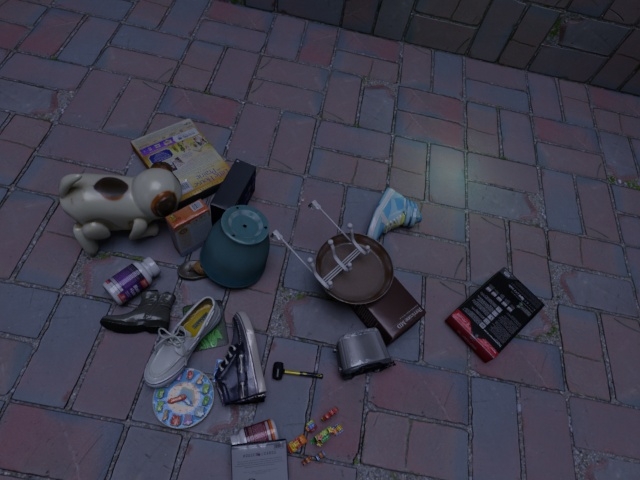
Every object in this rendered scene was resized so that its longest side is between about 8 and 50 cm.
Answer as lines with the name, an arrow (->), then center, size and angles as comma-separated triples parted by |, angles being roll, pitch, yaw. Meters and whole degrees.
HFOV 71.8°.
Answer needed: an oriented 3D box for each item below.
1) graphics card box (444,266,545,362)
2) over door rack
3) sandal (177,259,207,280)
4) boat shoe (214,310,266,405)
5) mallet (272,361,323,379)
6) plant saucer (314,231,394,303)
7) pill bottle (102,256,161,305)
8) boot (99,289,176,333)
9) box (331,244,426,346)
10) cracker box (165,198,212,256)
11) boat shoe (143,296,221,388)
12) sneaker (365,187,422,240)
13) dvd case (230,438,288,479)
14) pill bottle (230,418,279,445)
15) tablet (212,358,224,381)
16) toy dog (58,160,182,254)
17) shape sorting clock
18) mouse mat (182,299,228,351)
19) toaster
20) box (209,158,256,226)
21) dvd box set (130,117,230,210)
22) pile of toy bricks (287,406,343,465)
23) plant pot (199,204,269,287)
graphics card box -> 0.727, 0.302, 1.843 | 0.371, 0.094, 0.233 | -35, 70, -24
over door rack -> 0.000, 0.000, 1.685 | 0.324, 0.108, 0.239 | 42, 63, 16
sandal -> -0.461, 0.116, 1.778 | 0.220, 0.060, 0.089 | 6, 59, -6
boat shoe -> -0.308, 0.422, 1.583 | 0.158, 0.127, 0.340 | -8, 62, -22
mallet -> -0.086, 0.499, 1.633 | 0.190, 0.039, 0.062 | 16, 57, -4
plant saucer -> 0.129, 0.111, 1.727 | 0.311, 0.050, 0.310 | 3, 61, -6
pill bottle -> -0.716, 0.150, 1.689 | 0.108, 0.108, 0.193 | 42, 63, 15
boot -> -0.678, 0.262, 1.659 | 0.247, 0.083, 0.161 | 5, 52, -13
box -> 0.216, 0.218, 1.785 | 0.191, 0.143, 0.381 | -33, 72, -23
cracker box -> -0.516, -0.046, 1.763 | 0.156, 0.232, 0.067 | -33, 69, -25
boat shoe -> -0.492, 0.344, 1.568 | 0.136, 0.156, 0.367 | 30, 59, 18
sneaker -> 0.338, -0.087, 1.990 | 0.208, 0.127, 0.319 | 25, 60, 7
dvd case -> -0.191, 0.769, 1.412 | 0.180, 0.029, 0.238 | -2, 81, -10
pill bottle -> -0.221, 0.663, 1.483 | 0.152, 0.086, 0.086 | -12, 63, -16
tablet -> -0.360, 0.477, 1.615 | 0.054, 0.006, 0.083 | 8, 60, -5
toy dog -> -0.747, -0.173, 1.721 | 0.408, 0.395, 0.284 | -11, 53, -5
shape sorting clock -> -0.475, 0.545, 1.537 | 0.206, 0.040, 0.206 | 4, 60, -7
mouse mat -> -0.440, 0.324, 1.692 | 0.153, 0.007, 0.189 | -10, 63, -15
toaster -> 0.163, 0.421, 1.663 | 0.227, 0.129, 0.146 | -10, 60, -13
box -> -0.372, -0.189, 1.899 | 0.103, 0.184, 0.261 | 20, 59, 3
dvd box set -> -0.627, -0.360, 2.029 | 0.308, 0.062, 0.420 | -32, 69, -24
pile of toy bricks -> -0.002, 0.666, 1.505 | 0.212, 0.105, 0.118 | -30, 69, -23
plant pot -> -0.314, 0.006, 1.722 | 0.272, 0.255, 0.271 | 12, 51, -16
